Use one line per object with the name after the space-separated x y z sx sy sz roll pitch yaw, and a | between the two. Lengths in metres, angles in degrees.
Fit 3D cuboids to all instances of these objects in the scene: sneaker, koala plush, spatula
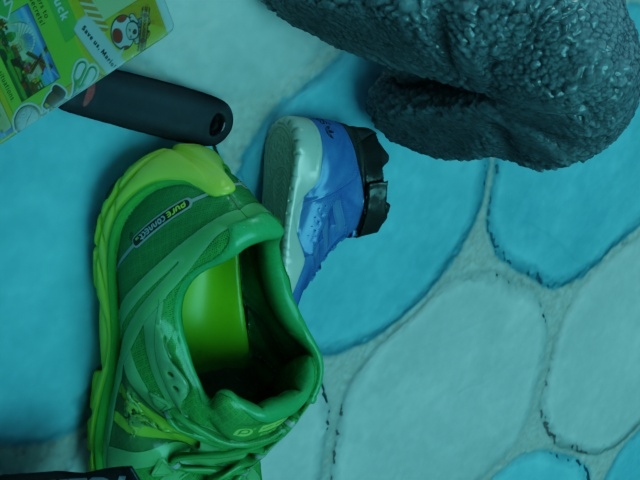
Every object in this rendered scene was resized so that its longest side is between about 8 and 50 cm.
-0.067 0.094 0.754 0.109 0.123 0.296 -23 127 -32 | sneaker
0.001 0.000 0.811 0.084 0.058 0.152 2 105 -34 | sneaker
0.120 -0.172 0.749 0.196 0.203 0.221 44 69 -46 | koala plush
-0.150 -0.084 0.648 0.296 0.030 0.084 13 100 -46 | spatula

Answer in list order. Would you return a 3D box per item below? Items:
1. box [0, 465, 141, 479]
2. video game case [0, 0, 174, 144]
-0.255 0.248 0.664 0.293 0.073 0.296 8 121 -44 | box
-0.179 -0.142 0.559 0.206 0.026 0.227 -40 126 -30 | video game case
